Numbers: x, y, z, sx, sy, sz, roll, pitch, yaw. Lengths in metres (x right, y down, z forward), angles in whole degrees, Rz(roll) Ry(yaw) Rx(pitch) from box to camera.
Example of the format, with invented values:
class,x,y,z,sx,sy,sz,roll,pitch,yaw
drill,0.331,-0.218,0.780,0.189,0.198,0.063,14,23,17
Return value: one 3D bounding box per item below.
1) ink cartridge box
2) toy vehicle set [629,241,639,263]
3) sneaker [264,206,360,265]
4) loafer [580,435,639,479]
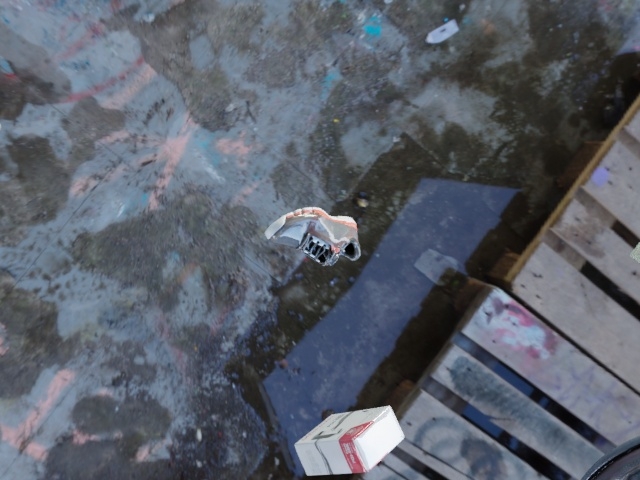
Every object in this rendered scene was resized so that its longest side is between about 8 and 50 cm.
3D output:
class,x,y,z,sx,sy,sz,roll,pitch,yaw
ink cartridge box,0.042,0.303,1.029,0.099,0.135,0.056,-27,93,-46
toy vehicle set,0.569,0.089,0.960,0.166,0.267,0.035,33,102,-10
sneaker,0.000,0.000,0.889,0.158,0.061,0.065,2,57,-43
loafer,0.321,0.219,0.577,0.109,0.095,0.302,35,126,-2
